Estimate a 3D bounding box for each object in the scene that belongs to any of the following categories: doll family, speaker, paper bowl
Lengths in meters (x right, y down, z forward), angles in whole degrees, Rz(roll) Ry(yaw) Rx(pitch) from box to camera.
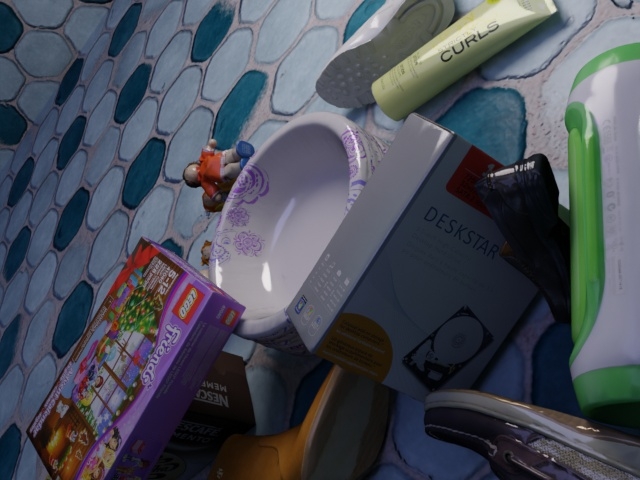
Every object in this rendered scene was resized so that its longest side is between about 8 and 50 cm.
[{"bbox_3d":[-0.130,-0.021,1.124,0.163,0.118,0.262,-14,77,40],"label":"doll family"},{"bbox_3d":[0.261,-0.008,0.587,0.131,0.131,0.296,-18,56,45],"label":"speaker"},{"bbox_3d":[0.000,0.000,0.892,0.284,0.148,0.284,-28,50,39],"label":"paper bowl"}]

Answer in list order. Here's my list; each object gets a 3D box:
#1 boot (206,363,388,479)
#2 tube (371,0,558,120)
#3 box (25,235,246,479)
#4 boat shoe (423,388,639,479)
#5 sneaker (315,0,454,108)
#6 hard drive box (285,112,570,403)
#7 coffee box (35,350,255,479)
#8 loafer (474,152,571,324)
[{"bbox_3d":[-0.044,0.243,0.841,0.211,0.104,0.295,7,79,52],"label":"boot"},{"bbox_3d":[0.171,-0.236,0.900,0.240,0.062,0.070,-31,88,31],"label":"tube"},{"bbox_3d":[-0.229,0.158,0.879,0.201,0.057,0.293,28,87,48],"label":"box"},{"bbox_3d":[0.189,0.188,0.586,0.285,0.103,0.092,6,70,47],"label":"boat shoe"},{"bbox_3d":[0.088,-0.274,1.016,0.235,0.090,0.094,-35,32,29],"label":"sneaker"},{"bbox_3d":[0.107,0.026,0.707,0.232,0.181,0.089,-59,27,9],"label":"hard drive box"},{"bbox_3d":[-0.251,0.268,1.030,0.297,0.168,0.118,-44,41,27],"label":"coffee box"},{"bbox_3d":[0.189,0.004,0.648,0.061,0.170,0.062,-12,26,28],"label":"loafer"}]
